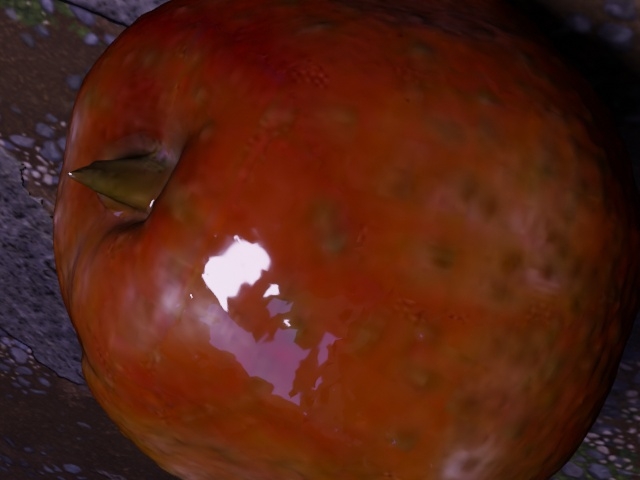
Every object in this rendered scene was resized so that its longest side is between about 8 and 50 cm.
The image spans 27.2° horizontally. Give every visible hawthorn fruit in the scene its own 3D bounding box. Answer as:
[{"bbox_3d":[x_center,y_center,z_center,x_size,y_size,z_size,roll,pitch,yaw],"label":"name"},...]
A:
[{"bbox_3d":[0.000,0.000,0.873,0.403,0.403,0.403,15,142,12],"label":"hawthorn fruit"}]
